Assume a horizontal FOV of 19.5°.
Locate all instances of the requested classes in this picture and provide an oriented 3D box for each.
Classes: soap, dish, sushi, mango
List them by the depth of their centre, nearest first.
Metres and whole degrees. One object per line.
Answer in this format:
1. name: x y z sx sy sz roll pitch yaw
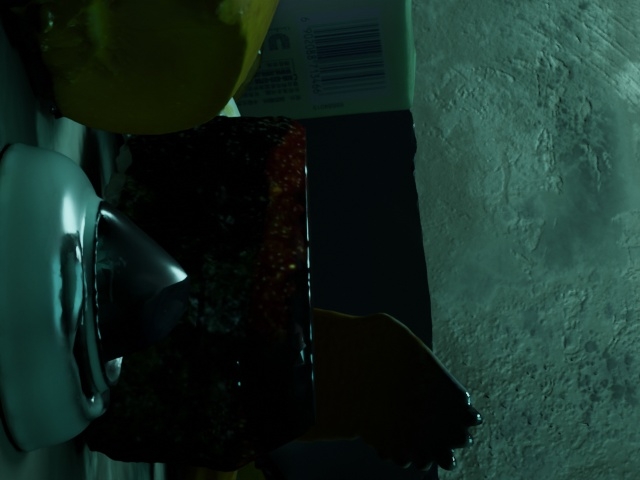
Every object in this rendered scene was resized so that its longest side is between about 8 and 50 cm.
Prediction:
1. dish: -0.098 0.024 0.841 0.141 0.078 0.141 -2 90 -88
2. mango: -0.080 -0.130 0.916 0.252 0.126 0.153 72 27 -86
3. sushi: -0.066 0.024 1.038 0.225 0.126 0.136 -90 177 -50
4. soap: -0.029 -0.194 1.397 0.138 0.199 0.182 81 6 -50

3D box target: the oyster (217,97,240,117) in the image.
1. oyster: -0.093 -0.140 1.189 0.223 0.083 0.214 -99 -173 -48

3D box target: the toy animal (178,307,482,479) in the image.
1. toy animal: -0.058 0.142 1.281 0.302 0.225 0.284 -113 -144 -61

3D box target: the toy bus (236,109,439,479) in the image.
1. toy bus: -0.011 0.046 1.488 0.162 0.171 0.386 133 -45 -61

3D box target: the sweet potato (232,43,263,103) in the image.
1. sweet potato: -0.077 -0.108 1.316 0.195 0.056 0.056 -57 -161 33
